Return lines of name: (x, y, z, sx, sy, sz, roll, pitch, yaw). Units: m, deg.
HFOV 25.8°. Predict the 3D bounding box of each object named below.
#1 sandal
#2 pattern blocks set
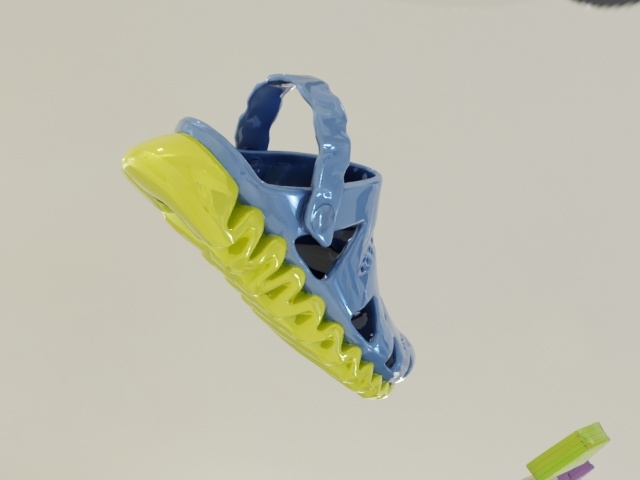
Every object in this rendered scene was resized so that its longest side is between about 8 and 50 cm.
sandal: (0.000, 0.000, 0.976, 0.138, 0.126, 0.317, -49, -40, -11)
pattern blocks set: (0.109, 0.232, 1.075, 0.325, 0.026, 0.285, -10, -31, -53)
